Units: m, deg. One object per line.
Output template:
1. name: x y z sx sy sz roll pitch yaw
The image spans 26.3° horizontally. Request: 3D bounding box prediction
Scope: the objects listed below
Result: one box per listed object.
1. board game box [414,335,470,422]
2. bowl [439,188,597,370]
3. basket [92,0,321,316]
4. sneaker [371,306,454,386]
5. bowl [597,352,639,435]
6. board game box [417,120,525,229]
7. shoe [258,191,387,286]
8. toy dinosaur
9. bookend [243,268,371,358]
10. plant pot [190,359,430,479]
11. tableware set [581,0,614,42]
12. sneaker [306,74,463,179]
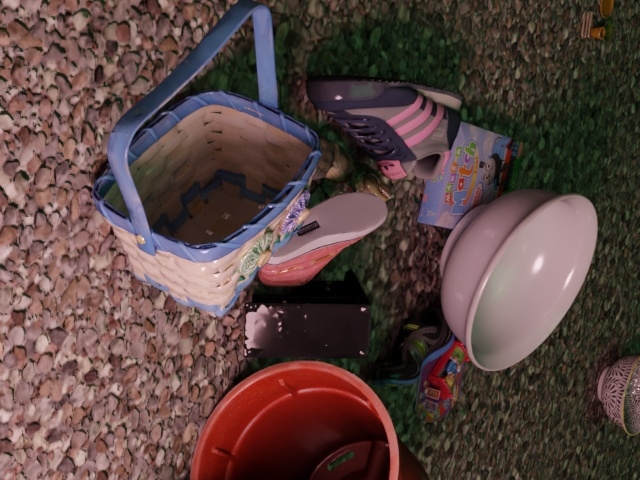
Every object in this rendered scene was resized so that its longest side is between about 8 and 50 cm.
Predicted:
1. board game box: 0.205 0.208 2.148 0.133 0.033 0.168 -3 104 -53
2. bowl: 0.273 0.036 2.048 0.298 0.134 0.297 -32 140 -33
3. basket: -0.118 -0.084 1.468 0.254 0.201 0.289 -50 147 -31
4. sneaker: 0.130 0.157 2.014 0.188 0.067 0.078 -37 117 -44
5. bowl: 0.591 0.287 2.658 0.170 0.080 0.170 -23 120 -49
6. board game box: 0.232 -0.091 2.081 0.211 0.039 0.160 9 95 -53
7. shoe: 0.000 0.000 1.724 0.178 0.063 0.081 -22 151 -16
8. toy dinosaur: -0.009 -0.091 1.743 0.268 0.064 0.118 38 67 -47
9. bookend: -0.024 0.092 1.749 0.157 0.156 0.072 -113 -155 -74
10. plant pot: 0.013 0.319 1.754 0.272 0.272 0.265 -68 152 -12
11. tableware set: 0.485 -0.416 2.331 0.104 0.024 0.154 -7 107 -53
12. sneaker: 0.090 -0.147 1.808 0.319 0.112 0.131 3 95 -53
